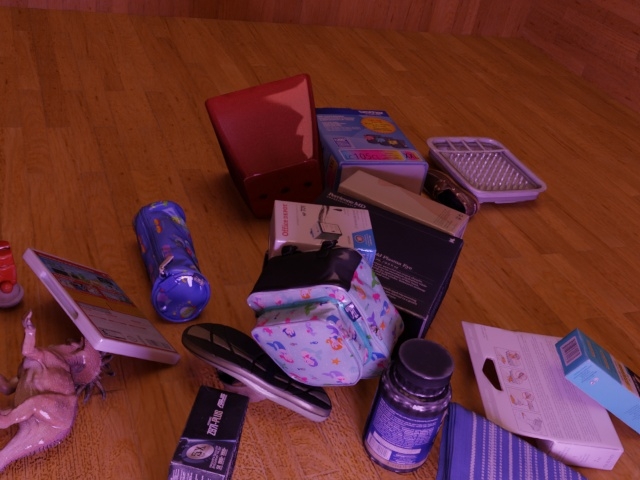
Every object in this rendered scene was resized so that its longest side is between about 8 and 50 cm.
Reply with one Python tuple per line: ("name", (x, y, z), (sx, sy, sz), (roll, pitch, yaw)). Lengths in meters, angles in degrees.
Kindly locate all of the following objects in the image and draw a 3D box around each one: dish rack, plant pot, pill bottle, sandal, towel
("dish rack", (0.498, -0.212, 2.113), (0.285, 0.072, 0.333), (-3, 37, -23))
("plant pot", (-0.113, -0.214, 1.719), (0.267, 0.267, 0.236), (-16, 58, -3))
("pill bottle", (0.150, 0.276, 1.154), (0.122, 0.219, 0.123), (9, 34, -6))
("sandal", (-0.124, 0.249, 1.228), (0.302, 0.086, 0.120), (32, 19, 3))
("towel", (0.333, 0.422, 1.100), (0.336, 0.040, 0.243), (31, 33, -4))

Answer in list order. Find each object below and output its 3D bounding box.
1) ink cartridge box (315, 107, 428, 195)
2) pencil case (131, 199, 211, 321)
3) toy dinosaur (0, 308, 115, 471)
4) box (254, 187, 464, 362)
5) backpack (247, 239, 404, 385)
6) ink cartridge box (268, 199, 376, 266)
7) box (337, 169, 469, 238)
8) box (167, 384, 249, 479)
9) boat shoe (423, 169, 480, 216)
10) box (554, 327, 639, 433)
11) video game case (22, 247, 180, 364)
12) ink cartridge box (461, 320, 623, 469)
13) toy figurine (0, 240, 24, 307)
("ink cartridge box", (0.102, -0.262, 1.993), (0.270, 0.151, 0.395), (-2, 35, -21))
("pencil case", (-0.318, 0.033, 1.439), (0.119, 0.133, 0.306), (-29, 42, -1))
("toy dinosaur", (-0.432, 0.249, 1.109), (0.200, 0.127, 0.296), (34, 40, -34))
("box", (0.089, 0.079, 1.458), (0.343, 0.179, 0.312), (22, 37, 14))
("backpack", (0.019, 0.149, 1.210), (0.225, 0.253, 0.191), (-10, 44, 35))
("ink cartridge box", (0.000, 0.000, 1.316), (0.190, 0.082, 0.140), (7, 36, -10))
("box", (0.189, -0.042, 1.700), (0.311, 0.148, 0.121), (26, 35, 17))
("box", (-0.169, 0.331, 1.005), (0.077, 0.180, 0.147), (14, 35, 0))
("boat shoe", (0.356, -0.136, 1.954), (0.073, 0.073, 0.207), (-20, 45, -42))
("box", (0.569, 0.280, 1.332), (0.244, 0.060, 0.100), (36, 28, -15))
("video game case", (-0.404, 0.122, 1.270), (0.285, 0.025, 0.204), (39, 5, 33))
("ink cartridge box", (0.414, 0.295, 1.349), (0.261, 0.066, 0.296), (10, 33, -6))
("toy figurine", (-0.673, 0.086, 1.243), (0.213, 0.148, 0.209), (18, 40, 4))
